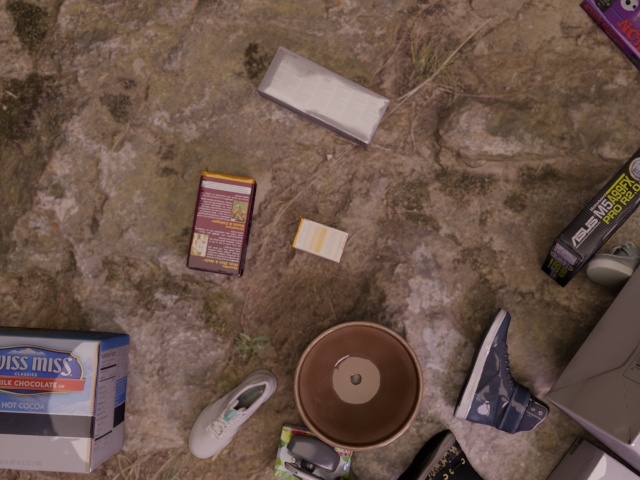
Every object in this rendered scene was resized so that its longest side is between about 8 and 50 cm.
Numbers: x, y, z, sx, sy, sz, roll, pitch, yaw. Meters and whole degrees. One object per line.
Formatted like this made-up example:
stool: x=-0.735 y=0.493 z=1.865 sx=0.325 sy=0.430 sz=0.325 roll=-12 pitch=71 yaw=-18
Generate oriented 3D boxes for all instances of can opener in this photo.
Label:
can opener: x=0.058 y=0.452 z=1.455 sx=0.280 sy=0.074 sz=0.093 roll=31 pitch=81 yaw=-16

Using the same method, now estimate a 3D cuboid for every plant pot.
plant pot: x=0.068 y=0.266 z=1.481 sx=0.237 sy=0.110 sz=0.237 roll=0 pitch=87 yaw=-1

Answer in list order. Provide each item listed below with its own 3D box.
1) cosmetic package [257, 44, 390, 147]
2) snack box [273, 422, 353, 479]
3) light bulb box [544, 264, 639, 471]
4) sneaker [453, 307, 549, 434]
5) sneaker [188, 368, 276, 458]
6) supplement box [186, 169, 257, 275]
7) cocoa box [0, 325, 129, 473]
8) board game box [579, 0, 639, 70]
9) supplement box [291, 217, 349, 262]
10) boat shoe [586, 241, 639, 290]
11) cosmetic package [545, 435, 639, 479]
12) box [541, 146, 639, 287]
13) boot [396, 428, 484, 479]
cosmetic package: x=0.007 y=-0.277 z=1.533 sx=0.239 sy=0.060 sz=0.098 roll=27 pitch=89 yaw=1
snack box: x=-0.012 y=0.413 z=1.508 sx=0.141 sy=0.037 sz=0.100 roll=11 pitch=89 yaw=-2
light bulb box: x=0.660 y=0.256 z=1.369 sx=0.361 sy=0.225 sz=0.358 roll=38 pitch=87 yaw=-23
sneaker: x=0.363 y=0.253 z=1.488 sx=0.163 sy=0.086 sz=0.226 roll=19 pitch=97 yaw=11
sneaker: x=-0.171 y=0.326 z=1.484 sx=0.080 sy=0.094 sz=0.212 roll=43 pitch=88 yaw=0
supplement box: x=-0.187 y=-0.031 z=1.508 sx=0.104 sy=0.081 sz=0.188 roll=9 pitch=87 yaw=0
cocoa box: x=-0.541 y=0.272 z=1.414 sx=0.347 sy=0.231 sz=0.227 roll=3 pitch=86 yaw=-1
board game box: x=0.706 y=-0.409 z=1.555 sx=0.208 sy=0.056 sz=0.347 roll=-42 pitch=88 yaw=2
supplement box: x=0.000 y=0.000 z=1.531 sx=0.098 sy=0.036 sz=0.062 roll=19 pitch=87 yaw=1
boat shoe: x=0.570 y=0.046 z=1.477 sx=0.228 sy=0.079 sz=0.081 roll=17 pitch=71 yaw=-38
cosmetic package: x=0.591 y=0.563 z=1.448 sx=0.385 sy=0.156 sz=0.217 roll=34 pitch=89 yaw=0
box: x=0.500 y=-0.031 z=1.419 sx=0.060 sy=0.270 sz=0.216 roll=42 pitch=88 yaw=16
boot: x=0.225 y=0.485 z=1.447 sx=0.178 sy=0.085 sz=0.236 roll=48 pitch=53 yaw=-1
